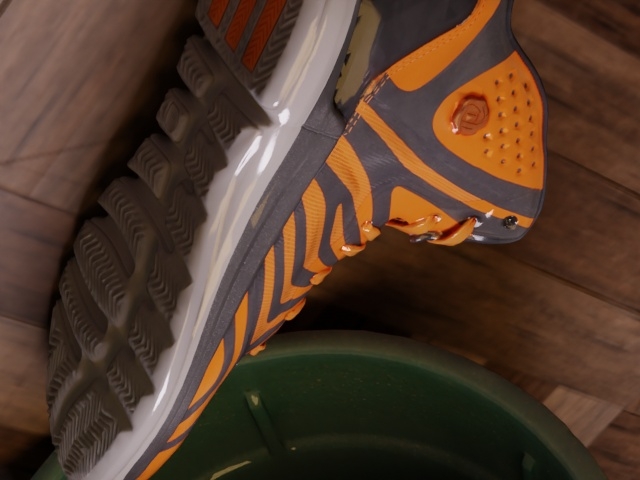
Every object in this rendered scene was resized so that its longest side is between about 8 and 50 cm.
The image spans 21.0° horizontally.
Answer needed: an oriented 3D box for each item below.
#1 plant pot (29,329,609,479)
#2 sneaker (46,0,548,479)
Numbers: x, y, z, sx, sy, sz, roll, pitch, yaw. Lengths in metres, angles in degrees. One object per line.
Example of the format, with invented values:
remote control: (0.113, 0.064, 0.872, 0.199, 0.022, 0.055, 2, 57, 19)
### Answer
plant pot: (0.018, 0.278, 0.952, 0.341, 0.341, 0.334, -27, 145, -5)
sneaker: (0.000, 0.000, 0.807, 0.180, 0.124, 0.321, 10, 123, -34)
